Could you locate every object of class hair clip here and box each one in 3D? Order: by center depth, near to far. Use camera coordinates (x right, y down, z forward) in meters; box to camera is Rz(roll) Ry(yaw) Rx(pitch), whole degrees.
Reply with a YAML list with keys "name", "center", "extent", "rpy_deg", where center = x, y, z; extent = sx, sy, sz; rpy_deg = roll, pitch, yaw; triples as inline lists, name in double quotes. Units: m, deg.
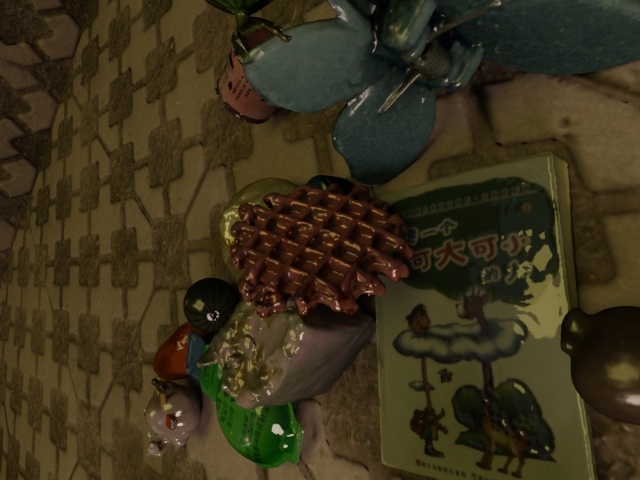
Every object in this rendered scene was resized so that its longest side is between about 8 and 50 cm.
- name: "hair clip"
  center: [0.101, -0.270, 0.498]
  extent: [0.392, 0.319, 0.238]
  rpy_deg: [-23, 64, 41]

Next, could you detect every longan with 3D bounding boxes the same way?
- name: "longan"
  center: [0.274, 0.108, 0.401]
  extent: [0.119, 0.106, 0.106]
  rpy_deg: [34, 107, 25]

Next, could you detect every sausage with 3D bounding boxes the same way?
- name: "sausage"
  center: [-0.290, 0.236, 0.940]
  extent: [0.179, 0.089, 0.089]
  rpy_deg: [-48, 53, 26]

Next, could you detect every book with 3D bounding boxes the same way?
- name: "book"
  center: [0.174, 0.101, 0.544]
  extent: [0.261, 0.043, 0.370]
  rpy_deg: [-12, 75, 44]

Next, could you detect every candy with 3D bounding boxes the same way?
- name: "candy"
  center: [-0.040, 0.141, 0.647]
  extent: [0.184, 0.195, 0.137]
  rpy_deg: [-53, 56, 18]

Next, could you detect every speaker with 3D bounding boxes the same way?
- name: "speaker"
  center: [0.020, -0.055, 0.699]
  extent: [0.060, 0.075, 0.094]
  rpy_deg: [-26, 75, 39]

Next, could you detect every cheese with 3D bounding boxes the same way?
- name: "cheese"
  center: [-0.144, 0.265, 0.781]
  extent: [0.321, 0.083, 0.203]
  rpy_deg: [25, 111, 40]

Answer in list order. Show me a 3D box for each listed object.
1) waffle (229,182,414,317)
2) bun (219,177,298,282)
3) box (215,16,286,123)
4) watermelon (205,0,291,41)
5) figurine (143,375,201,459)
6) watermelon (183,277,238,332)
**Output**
- name: "waffle"
  center: [0.000, 0.000, 0.578]
  extent: [0.055, 0.235, 0.221]
  rpy_deg: [89, 170, -45]
- name: "bun"
  center: [-0.105, -0.011, 0.774]
  extent: [0.223, 0.128, 0.222]
  rpy_deg: [-13, 71, 44]
- name: "box"
  center: [-0.113, -0.304, 0.826]
  extent: [0.135, 0.151, 0.151]
  rpy_deg: [-39, 57, 42]
- name: "watermelon"
  center: [-0.078, -0.309, 0.376]
  extent: [0.204, 0.127, 0.231]
  rpy_deg: [34, 109, 41]
- name: "figurine"
  center: [-0.310, 0.366, 0.925]
  extent: [0.228, 0.112, 0.137]
  rpy_deg: [-58, 44, 36]
- name: "watermelon"
  center: [-0.207, 0.128, 0.857]
  extent: [0.133, 0.105, 0.105]
  rpy_deg: [39, 111, 64]
